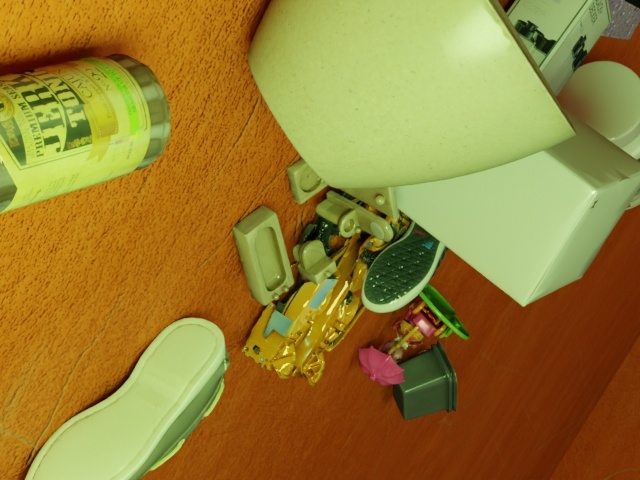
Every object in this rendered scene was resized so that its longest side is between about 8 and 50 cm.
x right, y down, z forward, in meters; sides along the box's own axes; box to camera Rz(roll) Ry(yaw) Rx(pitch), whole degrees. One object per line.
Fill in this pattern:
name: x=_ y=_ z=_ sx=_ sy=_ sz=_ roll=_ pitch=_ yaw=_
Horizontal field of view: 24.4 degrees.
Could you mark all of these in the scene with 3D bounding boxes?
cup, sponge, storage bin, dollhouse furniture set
cup: x=0.069 y=-0.184 z=1.482 sx=0.237 sy=0.331 sz=0.331 roll=-32 pitch=160 yaw=12
sponge: x=0.449 y=-0.363 z=2.235 sx=0.210 sy=0.031 sz=0.117 roll=-10 pitch=132 yaw=-59
storage bin: x=0.167 y=0.235 z=2.455 sx=0.091 sy=0.098 sz=0.135 roll=-19 pitch=148 yaw=-9
dollhouse furniture set: x=0.000 y=0.000 z=1.734 sx=0.151 sy=0.123 sz=0.144 roll=-37 pitch=135 yaw=-26

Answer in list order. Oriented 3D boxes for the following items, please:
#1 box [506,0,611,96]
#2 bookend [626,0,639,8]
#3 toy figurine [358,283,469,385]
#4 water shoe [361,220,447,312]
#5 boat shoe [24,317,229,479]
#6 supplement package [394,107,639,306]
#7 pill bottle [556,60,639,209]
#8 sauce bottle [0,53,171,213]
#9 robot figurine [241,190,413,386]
box: x=0.271 y=-0.229 z=1.998 sx=0.290 sy=0.087 sz=0.169 roll=-54 pitch=162 yaw=-1
bookend: x=0.451 y=-0.408 z=2.027 sx=0.157 sy=0.156 sz=0.072 roll=-51 pitch=156 yaw=-10
toy figurine: x=0.127 y=0.149 z=2.266 sx=0.159 sy=0.130 sz=0.173 roll=-43 pitch=-178 yaw=9
water shoe: x=0.125 y=0.028 z=1.890 sx=0.203 sy=0.073 sz=0.080 roll=-51 pitch=156 yaw=-25
boat shoe: x=-0.214 y=0.221 z=1.687 sx=0.305 sy=0.109 sz=0.091 roll=-47 pitch=151 yaw=-26
supplement package: x=0.210 y=-0.088 z=1.793 sx=0.177 sy=0.293 sz=0.175 roll=-17 pitch=141 yaw=-56
pill bottle: x=0.460 y=-0.166 z=2.359 sx=0.161 sy=0.161 sz=0.283 roll=-52 pitch=157 yaw=-6
sauce bottle: x=-0.267 y=-0.073 z=1.190 sx=0.344 sy=0.111 sz=0.111 roll=-25 pitch=143 yaw=-51
robot figurine: x=0.023 y=0.047 z=1.925 sx=0.291 sy=0.085 sz=0.211 roll=-56 pitch=157 yaw=4
